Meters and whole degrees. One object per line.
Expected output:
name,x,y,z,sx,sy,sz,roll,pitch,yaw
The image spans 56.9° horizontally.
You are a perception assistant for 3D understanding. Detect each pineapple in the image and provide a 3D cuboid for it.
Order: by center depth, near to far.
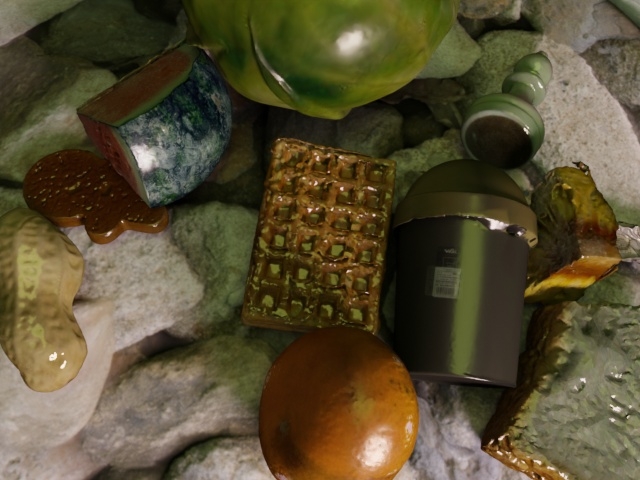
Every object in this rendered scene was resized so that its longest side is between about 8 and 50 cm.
pineapple,0.368,0.003,0.897,0.114,0.186,0.237,-1,112,-14

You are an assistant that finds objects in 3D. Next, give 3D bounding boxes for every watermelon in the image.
watermelon,-0.263,-0.218,0.940,0.226,0.148,0.319,4,59,5

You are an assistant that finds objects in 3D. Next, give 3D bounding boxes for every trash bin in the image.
trash bin,0.209,0.042,0.877,0.214,0.214,0.334,6,75,-4

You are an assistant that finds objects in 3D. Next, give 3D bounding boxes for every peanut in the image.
peanut,-0.398,0.080,0.850,0.125,0.111,0.275,-12,75,-15

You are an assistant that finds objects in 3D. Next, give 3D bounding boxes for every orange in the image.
orange,0.025,0.230,0.779,0.171,0.240,0.240,15,65,-35

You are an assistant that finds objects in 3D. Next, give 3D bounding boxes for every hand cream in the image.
hand cream,0.496,0.004,1.008,0.256,0.050,0.084,12,72,1

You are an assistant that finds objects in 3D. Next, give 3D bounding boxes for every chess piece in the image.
chess piece,0.360,-0.258,1.060,0.139,0.139,0.272,32,58,6

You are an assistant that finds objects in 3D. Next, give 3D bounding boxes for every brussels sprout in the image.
brussels sprout,-0.006,-0.346,0.884,0.424,0.343,0.361,10,41,-6

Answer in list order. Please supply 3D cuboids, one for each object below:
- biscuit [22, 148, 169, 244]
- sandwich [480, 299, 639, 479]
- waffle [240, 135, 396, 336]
biscuit,-0.352,-0.078,0.945,0.236,0.039,0.180,10,62,-2
sandwich,0.418,0.229,0.869,0.262,0.131,0.325,30,68,7
waffle,0.000,0.000,0.930,0.212,0.091,0.308,10,69,-3
